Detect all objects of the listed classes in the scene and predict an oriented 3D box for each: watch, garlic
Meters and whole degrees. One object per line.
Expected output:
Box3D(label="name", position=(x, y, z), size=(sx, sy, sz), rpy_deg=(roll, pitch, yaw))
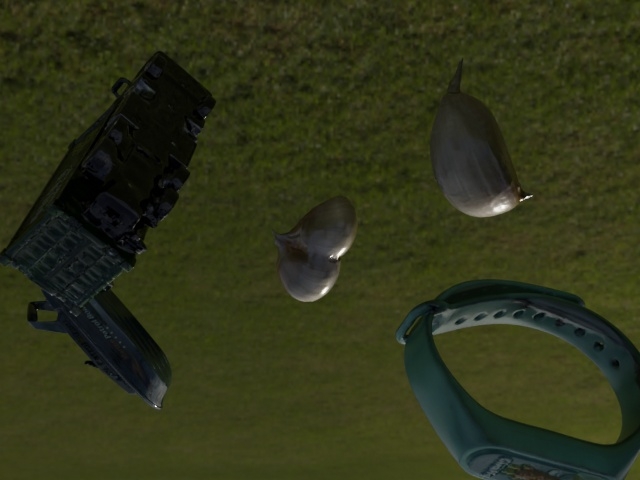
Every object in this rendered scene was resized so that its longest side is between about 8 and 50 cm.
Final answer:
Box3D(label="watch", position=(0.182, 0.122, 0.780), size=(0.237, 0.195, 0.068), rpy_deg=(15, 139, -11))
Box3D(label="garlic", position=(-0.004, 0.005, 1.355), size=(0.099, 0.124, 0.174), rpy_deg=(6, 127, -31))
Box3D(label="garlic", position=(0.191, -0.121, 1.119), size=(0.090, 0.198, 0.128), rpy_deg=(-22, -169, 39))

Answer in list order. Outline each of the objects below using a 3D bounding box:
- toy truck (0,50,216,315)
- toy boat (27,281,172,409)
Box3D(label="toy truck", position=(-0.172, -0.066, 0.782), size=(0.088, 0.259, 0.121), rpy_deg=(41, 119, -20))
Box3D(label="toy boat", position=(-0.263, 0.120, 1.088), size=(0.103, 0.093, 0.246), rpy_deg=(-35, 115, -3))
